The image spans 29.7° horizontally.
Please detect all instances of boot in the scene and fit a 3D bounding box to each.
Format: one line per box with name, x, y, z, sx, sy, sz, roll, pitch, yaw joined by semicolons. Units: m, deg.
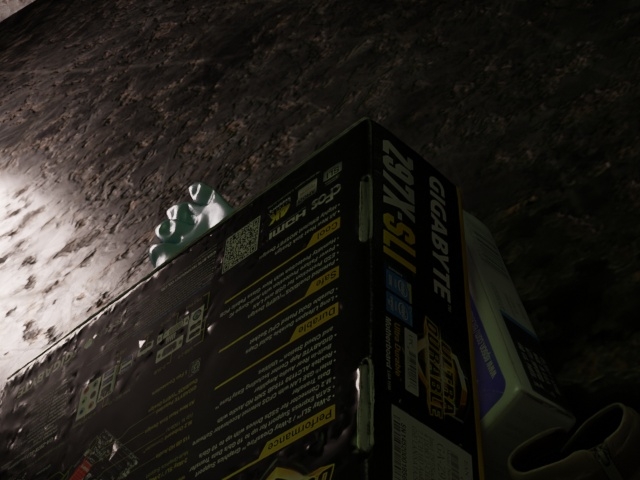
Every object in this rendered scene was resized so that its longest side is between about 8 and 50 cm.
boot;0.102;0.123;0.512;0.118;0.087;0.042;-36;27;-2

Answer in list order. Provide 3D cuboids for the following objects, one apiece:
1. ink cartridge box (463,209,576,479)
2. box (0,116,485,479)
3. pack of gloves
ink cartridge box;0.032;0.103;0.650;0.208;0.045;0.206;-50;20;18
box;-0.067;0.117;0.612;0.322;0.079;0.257;-35;35;29
pack of gloves;-0.102;0.052;0.834;0.232;0.046;0.195;17;85;58
